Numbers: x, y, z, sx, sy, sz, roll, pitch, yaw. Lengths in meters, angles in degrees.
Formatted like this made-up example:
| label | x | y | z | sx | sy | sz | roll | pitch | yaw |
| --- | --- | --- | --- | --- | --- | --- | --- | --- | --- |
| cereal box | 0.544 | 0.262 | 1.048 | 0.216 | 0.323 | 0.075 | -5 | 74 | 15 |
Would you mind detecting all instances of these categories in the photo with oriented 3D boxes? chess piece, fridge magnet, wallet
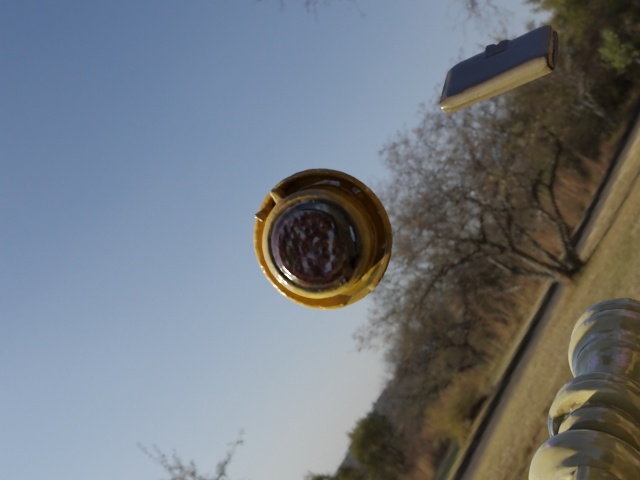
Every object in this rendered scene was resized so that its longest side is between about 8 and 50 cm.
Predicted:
| label | x | y | z | sx | sy | sz | roll | pitch | yaw |
| --- | --- | --- | --- | --- | --- | --- | --- | --- | --- |
| chess piece | 0.259 | 0.169 | 0.734 | 0.397 | 0.117 | 0.117 | -31 | -29 | -60 |
| fridge magnet | 0.000 | 0.000 | 0.795 | 0.143 | 0.143 | 0.063 | -61 | -9 | 16 |
| wallet | 0.228 | -0.218 | 1.031 | 0.153 | 0.038 | 0.118 | -21 | 30 | 34 |
